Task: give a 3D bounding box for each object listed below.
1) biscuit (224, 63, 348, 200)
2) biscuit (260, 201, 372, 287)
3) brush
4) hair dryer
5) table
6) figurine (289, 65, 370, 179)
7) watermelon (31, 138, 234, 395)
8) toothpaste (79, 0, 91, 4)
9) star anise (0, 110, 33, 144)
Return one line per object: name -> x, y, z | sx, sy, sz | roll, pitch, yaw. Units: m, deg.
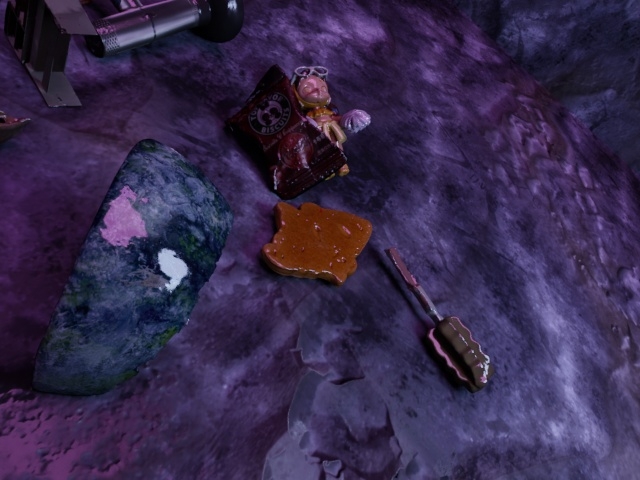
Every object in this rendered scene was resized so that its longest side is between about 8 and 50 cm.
biscuit -> -0.074, -0.199, 0.966 | 0.235, 0.151, 0.063 | 55, 6, 12
biscuit -> 0.000, 0.000, 0.925 | 0.280, 0.043, 0.183 | -19, 72, -50
brush -> 0.207, 0.138, 0.948 | 0.084, 0.071, 0.301 | -11, 62, -55
hair dryer -> -0.335, -0.513, 0.987 | 0.320, 0.156, 0.284 | -30, 108, -42
table -> -0.423, -0.323, 0.799 | 0.062, 0.146, 0.175 | -17, 68, -44
figurine -> -0.002, -0.249, 1.079 | 0.175, 0.116, 0.240 | -14, 68, -23
watermelon -> -0.219, 0.044, 0.636 | 0.148, 0.226, 0.318 | 25, 77, -18
toothpaste -> -0.516, -0.536, 0.987 | 0.193, 0.044, 0.070 | 44, 42, 2
star anise -> -0.499, -0.140, 0.655 | 0.172, 0.063, 0.208 | 27, 47, -10
